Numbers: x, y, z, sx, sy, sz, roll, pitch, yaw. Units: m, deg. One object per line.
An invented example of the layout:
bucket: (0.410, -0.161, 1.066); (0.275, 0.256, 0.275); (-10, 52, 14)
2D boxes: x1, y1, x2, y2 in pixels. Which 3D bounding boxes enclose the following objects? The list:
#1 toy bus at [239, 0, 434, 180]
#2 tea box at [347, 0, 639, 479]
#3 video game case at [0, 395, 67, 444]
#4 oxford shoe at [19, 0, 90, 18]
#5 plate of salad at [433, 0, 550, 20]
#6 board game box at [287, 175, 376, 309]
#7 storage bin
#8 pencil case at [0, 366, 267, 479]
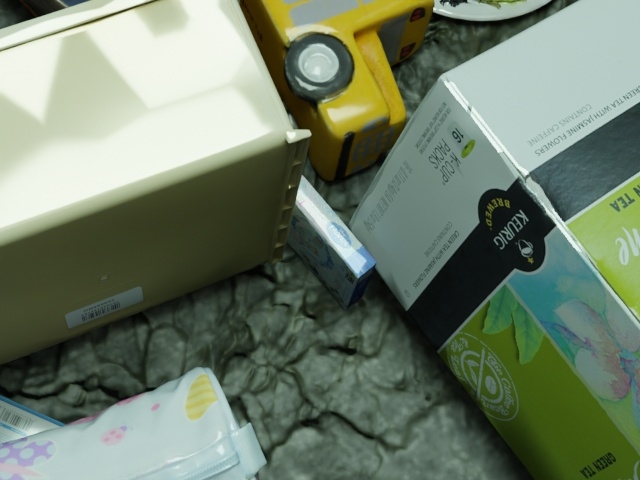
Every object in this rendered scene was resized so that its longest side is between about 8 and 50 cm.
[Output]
toy bus: (-0.019, -0.218, 1.019); (0.130, 0.108, 0.332); (-24, 75, -13)
tea box: (0.258, -0.001, 0.892); (0.329, 0.220, 0.323); (-30, 75, -26)
video game case: (-0.209, 0.199, 0.905); (0.119, 0.015, 0.166); (24, 70, 1)
oxford shoe: (-0.212, -0.248, 0.994); (0.364, 0.133, 0.130); (43, 72, 9)
plate of salad: (0.124, -0.270, 1.087); (0.200, 0.048, 0.199); (2, 71, -7)
board game box: (0.000, 0.000, 0.957); (0.020, 0.090, 0.090); (-39, 80, -15)
storage bin: (-0.157, -0.026, 0.858); (0.262, 0.260, 0.123); (-21, 74, -13)
pencil case: (-0.172, 0.171, 0.846); (0.273, 0.124, 0.113); (-19, 75, -13)
